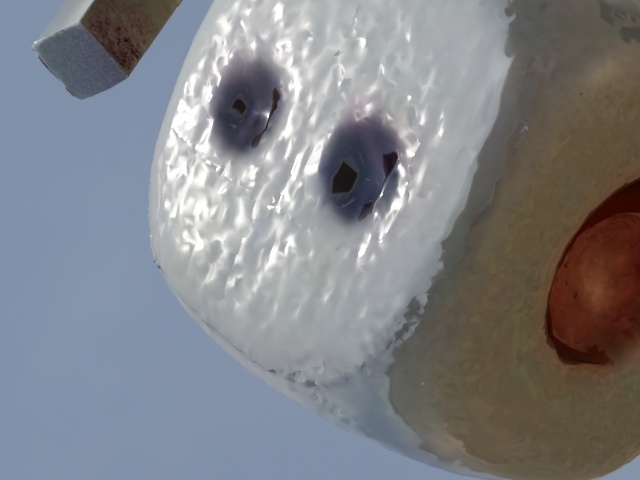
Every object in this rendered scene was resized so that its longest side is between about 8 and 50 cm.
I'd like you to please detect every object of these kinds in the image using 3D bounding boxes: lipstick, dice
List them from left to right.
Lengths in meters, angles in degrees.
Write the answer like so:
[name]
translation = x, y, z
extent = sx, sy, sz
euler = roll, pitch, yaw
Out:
[lipstick]
translation = -0.138, -0.246, 1.430
extent = 0.066, 0.068, 0.317
euler = 50, -137, -25
[dice]
translation = 0.060, -0.024, 0.681
extent = 0.193, 0.192, 0.194
euler = 12, -72, -44
